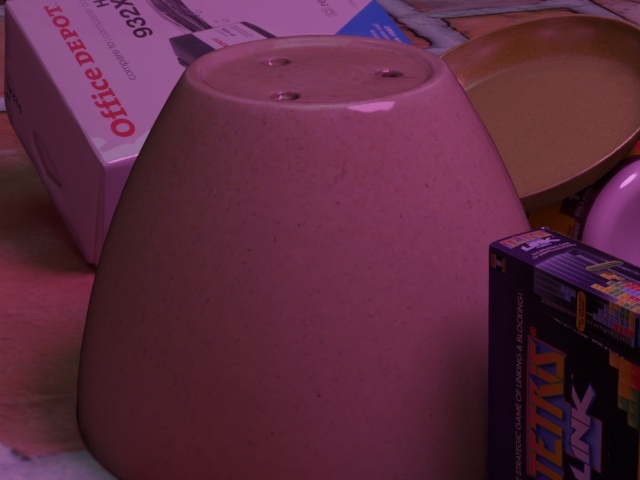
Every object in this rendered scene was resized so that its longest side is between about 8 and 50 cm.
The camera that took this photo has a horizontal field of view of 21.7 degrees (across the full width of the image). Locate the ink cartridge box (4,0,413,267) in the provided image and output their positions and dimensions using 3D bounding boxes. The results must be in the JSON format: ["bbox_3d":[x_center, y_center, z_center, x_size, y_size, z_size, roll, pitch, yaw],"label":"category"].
[{"bbox_3d":[-0.090,-0.126,1.426,0.308,0.129,0.223,-16,51,-23],"label":"ink cartridge box"}]

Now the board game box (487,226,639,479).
[{"bbox_3d":[0.154,0.094,0.935,0.048,0.170,0.141,-17,26,-32],"label":"board game box"}]

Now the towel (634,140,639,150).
[{"bbox_3d":[0.316,-0.029,1.431,0.199,0.031,0.275,-16,26,-32],"label":"towel"}]

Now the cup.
[{"bbox_3d":[0.000,0.000,1.090,0.331,0.236,0.331,0,22,0],"label":"cup"}]

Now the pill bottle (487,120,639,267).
[{"bbox_3d":[0.189,-0.034,1.328,0.117,0.117,0.215,-14,25,-31],"label":"pill bottle"}]

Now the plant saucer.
[{"bbox_3d":[0.154,-0.091,1.288,0.241,0.037,0.241,-17,34,12],"label":"plant saucer"}]
